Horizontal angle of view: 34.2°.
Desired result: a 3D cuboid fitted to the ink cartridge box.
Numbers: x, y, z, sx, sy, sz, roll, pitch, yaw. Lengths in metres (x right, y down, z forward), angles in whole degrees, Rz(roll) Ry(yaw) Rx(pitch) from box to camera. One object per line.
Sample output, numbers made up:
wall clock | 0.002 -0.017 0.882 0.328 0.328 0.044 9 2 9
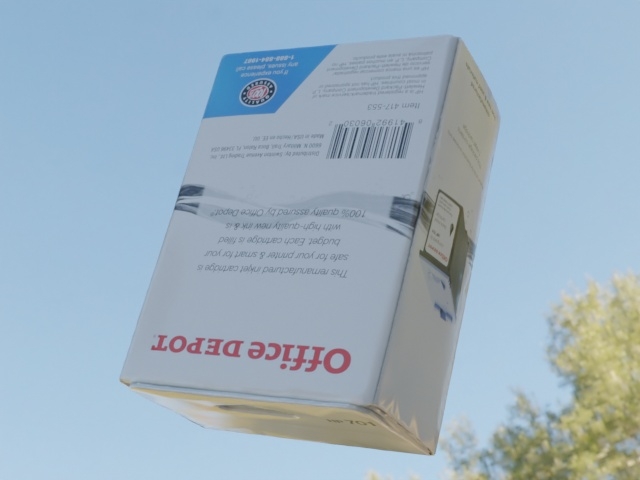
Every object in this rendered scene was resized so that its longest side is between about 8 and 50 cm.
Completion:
ink cartridge box | 0.000 0.000 0.521 0.140 0.190 0.082 1 -24 30
